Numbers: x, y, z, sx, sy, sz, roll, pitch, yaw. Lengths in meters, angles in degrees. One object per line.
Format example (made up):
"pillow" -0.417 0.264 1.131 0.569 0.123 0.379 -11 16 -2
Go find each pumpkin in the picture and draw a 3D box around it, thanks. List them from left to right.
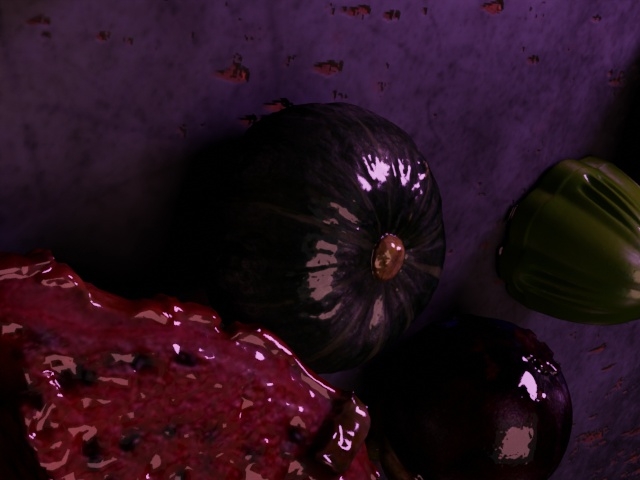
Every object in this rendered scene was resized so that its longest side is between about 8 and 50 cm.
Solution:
"pumpkin" 0.002 -0.002 0.762 0.211 0.152 0.212 -13 112 -34

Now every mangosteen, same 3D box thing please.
"mangosteen" 0.136 0.179 0.989 0.230 0.194 0.194 -41 144 24

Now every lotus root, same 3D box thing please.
"lotus root" 0.305 0.023 1.040 0.186 0.186 0.186 -23 130 -30

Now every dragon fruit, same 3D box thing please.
"dragon fruit" -0.128 0.133 0.640 0.302 0.240 0.330 -30 119 -4
